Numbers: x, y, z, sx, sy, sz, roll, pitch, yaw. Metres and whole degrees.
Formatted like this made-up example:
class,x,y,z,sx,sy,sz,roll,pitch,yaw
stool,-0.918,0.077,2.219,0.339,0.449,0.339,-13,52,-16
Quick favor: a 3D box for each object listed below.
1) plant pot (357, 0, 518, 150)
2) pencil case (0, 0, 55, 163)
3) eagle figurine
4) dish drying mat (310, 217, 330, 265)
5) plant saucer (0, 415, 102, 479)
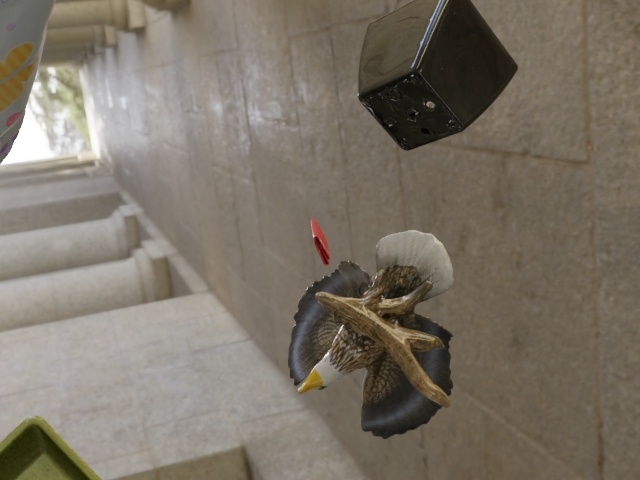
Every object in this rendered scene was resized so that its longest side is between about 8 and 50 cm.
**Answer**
class,x,y,z,sx,sy,sz,roll,pitch,yaw
plant pot,0.166,-0.251,1.251,0.187,0.167,0.188,-15,130,46
pencil case,-0.250,-0.152,0.540,0.124,0.113,0.273,49,141,6
eagle figurine,0.058,0.134,1.038,0.298,0.225,0.226,83,180,-72
dish drying mat,0.000,0.000,0.784,0.032,0.008,0.083,63,-175,-13
plant saucer,-0.226,0.266,0.636,0.188,0.188,0.045,46,175,1
